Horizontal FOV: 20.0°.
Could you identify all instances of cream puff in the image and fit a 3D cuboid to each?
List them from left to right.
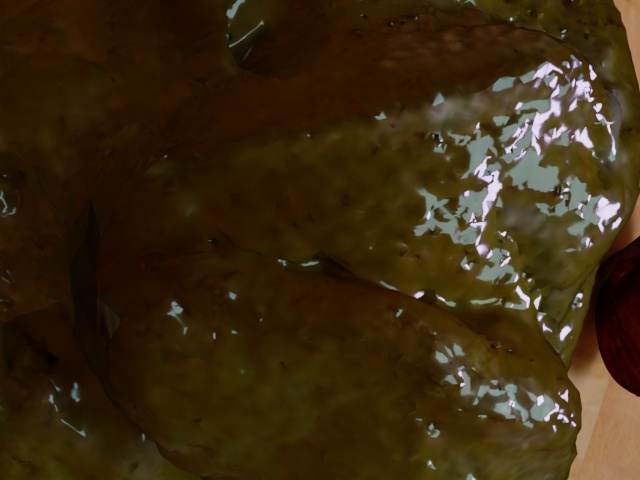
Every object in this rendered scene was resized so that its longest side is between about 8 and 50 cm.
[{"bbox_3d":[-0.031,-0.008,0.491,0.244,0.196,0.244,-170,-90,-75],"label":"cream puff"}]

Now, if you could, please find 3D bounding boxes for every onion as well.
[{"bbox_3d":[0.242,0.048,1.220,0.131,0.131,0.131,-43,141,-47],"label":"onion"}]
